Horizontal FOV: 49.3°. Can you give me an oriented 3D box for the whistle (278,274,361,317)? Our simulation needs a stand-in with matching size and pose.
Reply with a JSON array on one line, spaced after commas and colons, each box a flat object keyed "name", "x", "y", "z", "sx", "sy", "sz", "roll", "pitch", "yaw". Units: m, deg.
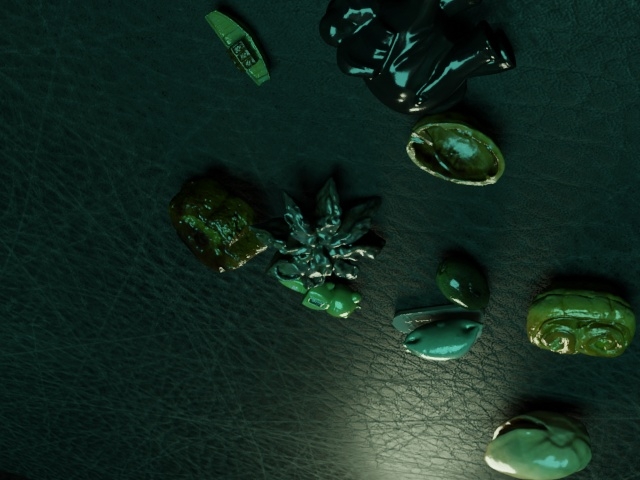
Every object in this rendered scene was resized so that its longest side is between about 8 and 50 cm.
[{"name": "whistle", "x": 0.000, "y": 0.134, "z": 1.798, "sx": 0.228, "sy": 0.085, "sz": 0.105, "roll": 23, "pitch": 135, "yaw": -5}]

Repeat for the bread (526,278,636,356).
[{"name": "bread", "x": 0.601, "y": 0.182, "z": 1.614, "sx": 0.236, "sy": 0.120, "sz": 0.198, "roll": 4, "pitch": 135, "yaw": 15}]

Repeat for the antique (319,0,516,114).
[{"name": "antique", "x": 0.162, "y": -0.351, "z": 1.207, "sx": 0.255, "sy": 0.185, "sz": 0.322, "roll": -18, "pitch": 128, "yaw": 30}]

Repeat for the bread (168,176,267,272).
[{"name": "bread", "x": -0.245, "y": -0.042, "z": 1.658, "sx": 0.246, "sy": 0.135, "sz": 0.232, "roll": 51, "pitch": 143, "yaw": -9}]

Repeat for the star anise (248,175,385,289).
[{"name": "star anise", "x": 0.002, "y": 0.000, "z": 1.607, "sx": 0.332, "sy": 0.117, "sz": 0.331, "roll": -7, "pitch": 135, "yaw": -7}]

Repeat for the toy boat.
[{"name": "toy boat", "x": -0.158, "y": -0.381, "z": 1.370, "sx": 0.065, "sy": 0.066, "sz": 0.172, "roll": -17, "pitch": 124, "yaw": 35}]

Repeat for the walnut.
[{"name": "walnut", "x": 0.271, "y": -0.195, "z": 1.385, "sx": 0.211, "sy": 0.087, "sz": 0.167, "roll": 29, "pitch": 146, "yaw": -21}]

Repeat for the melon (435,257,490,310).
[{"name": "melon", "x": 0.338, "y": 0.105, "z": 1.645, "sx": 0.099, "sy": 0.099, "sz": 0.162, "roll": -28, "pitch": 126, "yaw": 37}]

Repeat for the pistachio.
[{"name": "pistachio", "x": 0.598, "y": 0.576, "z": 1.943, "sx": 0.214, "sy": 0.193, "sz": 0.318, "roll": 46, "pitch": 141, "yaw": -10}]

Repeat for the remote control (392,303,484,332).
[{"name": "remote control", "x": 0.303, "y": 0.200, "z": 1.802, "sx": 0.245, "sy": 0.022, "sz": 0.077, "roll": -11, "pitch": 130, "yaw": 28}]

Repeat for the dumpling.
[{"name": "dumpling", "x": 0.321, "y": 0.248, "z": 1.772, "sx": 0.217, "sy": 0.149, "sz": 0.104, "roll": -20, "pitch": 86, "yaw": 26}]
